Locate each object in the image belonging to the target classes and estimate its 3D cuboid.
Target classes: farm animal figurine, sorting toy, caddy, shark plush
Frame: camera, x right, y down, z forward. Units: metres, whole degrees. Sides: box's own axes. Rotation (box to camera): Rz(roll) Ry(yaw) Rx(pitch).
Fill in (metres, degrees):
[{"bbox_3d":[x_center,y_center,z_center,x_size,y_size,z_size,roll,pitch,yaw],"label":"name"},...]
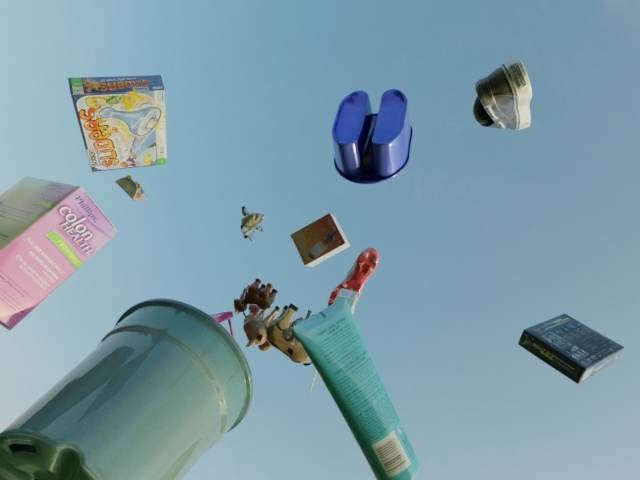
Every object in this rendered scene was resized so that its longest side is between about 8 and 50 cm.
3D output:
[{"bbox_3d":[-0.143,0.272,1.347,0.327,0.172,0.330,28,-20,9],"label":"farm animal figurine"},{"bbox_3d":[-0.513,-0.140,1.235,0.083,0.075,0.045,41,-95,18],"label":"sorting toy"},{"bbox_3d":[0.166,-0.327,1.417,0.241,0.341,0.179,3,-37,17],"label":"caddy"},{"bbox_3d":[-0.204,-0.031,1.325,0.161,0.067,0.073,103,-14,-50],"label":"shark plush"}]

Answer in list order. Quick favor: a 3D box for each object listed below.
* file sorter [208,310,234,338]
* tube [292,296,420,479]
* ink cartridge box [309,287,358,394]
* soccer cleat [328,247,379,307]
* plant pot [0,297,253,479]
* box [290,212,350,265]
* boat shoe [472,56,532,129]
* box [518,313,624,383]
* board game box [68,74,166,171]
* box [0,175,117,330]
[{"bbox_3d":[-0.401,0.338,1.273,0.202,0.291,0.182,-12,-88,28],"label":"file sorter"},{"bbox_3d":[0.044,0.173,0.503,0.052,0.080,0.207,-26,-91,50],"label":"tube"},{"bbox_3d":[0.035,0.256,1.121,0.056,0.171,0.235,13,-76,9],"label":"ink cartridge box"},{"bbox_3d":[0.112,0.130,1.451,0.083,0.095,0.248,33,-77,5],"label":"soccer cleat"},{"bbox_3d":[-0.348,0.331,0.796,0.341,0.334,0.341,6,-68,16],"label":"plant pot"},{"bbox_3d":[0.000,0.000,1.615,0.170,0.091,0.130,-30,-103,10],"label":"box"},{"bbox_3d":[0.367,-0.278,0.913,0.102,0.301,0.108,-22,-95,22],"label":"boat shoe"},{"bbox_3d":[0.710,0.298,1.259,0.183,0.233,0.059,37,-55,45],"label":"box"},{"bbox_3d":[-0.340,-0.197,0.767,0.201,0.136,0.035,121,-47,-59],"label":"board game box"},{"bbox_3d":[-0.548,0.009,0.808,0.214,0.243,0.117,11,-39,34],"label":"box"}]
